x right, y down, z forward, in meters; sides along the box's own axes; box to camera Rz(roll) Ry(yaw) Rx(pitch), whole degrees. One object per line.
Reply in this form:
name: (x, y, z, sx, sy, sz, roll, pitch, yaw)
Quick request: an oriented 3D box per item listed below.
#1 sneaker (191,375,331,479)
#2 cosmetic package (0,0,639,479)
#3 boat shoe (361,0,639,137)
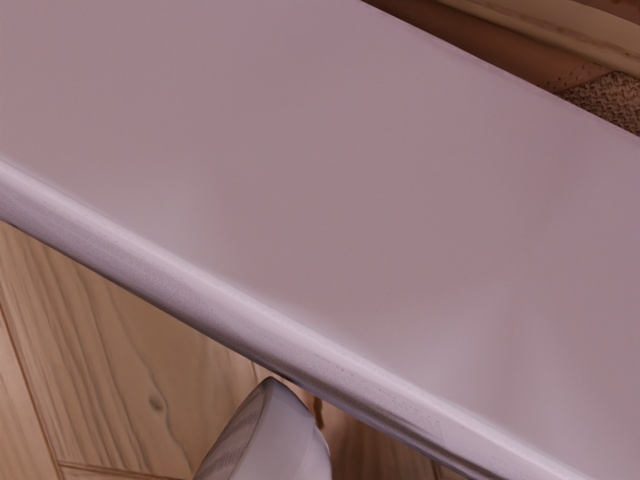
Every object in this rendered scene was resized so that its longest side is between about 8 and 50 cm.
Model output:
sneaker: (0.005, 0.162, 0.694, 0.169, 0.108, 0.292, 34, 162, 2)
cosmetic package: (0.000, 0.000, 0.530, 0.377, 0.097, 0.284, 28, 170, 11)
boat shoe: (0.099, -0.057, 0.520, 0.341, 0.121, 0.110, 25, 129, 12)
